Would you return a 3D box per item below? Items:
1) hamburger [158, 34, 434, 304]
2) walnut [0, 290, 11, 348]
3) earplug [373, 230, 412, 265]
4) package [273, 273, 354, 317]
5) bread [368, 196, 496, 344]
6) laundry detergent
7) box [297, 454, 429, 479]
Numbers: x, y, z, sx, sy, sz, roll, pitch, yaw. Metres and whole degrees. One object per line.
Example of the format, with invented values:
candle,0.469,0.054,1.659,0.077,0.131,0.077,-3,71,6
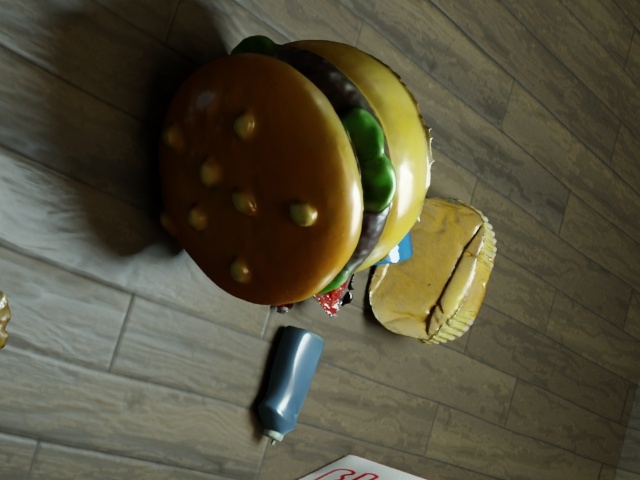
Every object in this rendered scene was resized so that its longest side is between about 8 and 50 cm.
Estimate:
hamburger,-0.050,-0.109,1.800,0.277,0.396,0.395,-22,116,-49
walnut,-0.469,0.123,1.552,0.170,0.069,0.143,-62,142,-20
earplug,0.093,-0.102,2.217,0.132,0.132,0.272,-21,112,-50
package,0.000,0.000,2.127,0.194,0.071,0.269,6,103,-33
bread,0.223,0.059,2.389,0.156,0.204,0.288,20,85,-71
laundry detergent,-0.057,0.257,2.154,0.097,0.061,0.206,36,70,-60
box,0.076,0.598,2.215,0.312,0.300,0.314,-15,111,-51
